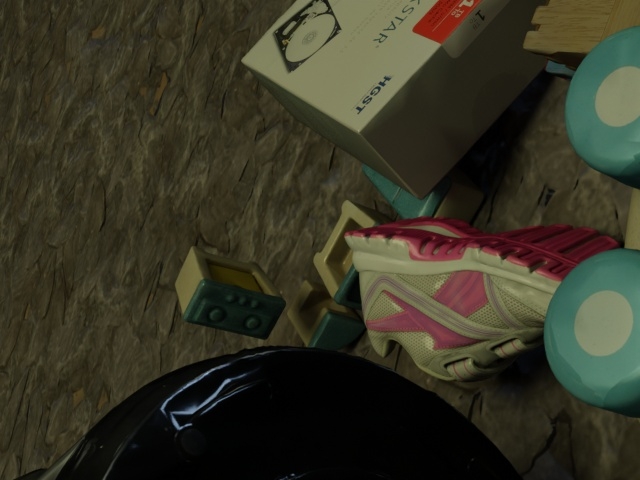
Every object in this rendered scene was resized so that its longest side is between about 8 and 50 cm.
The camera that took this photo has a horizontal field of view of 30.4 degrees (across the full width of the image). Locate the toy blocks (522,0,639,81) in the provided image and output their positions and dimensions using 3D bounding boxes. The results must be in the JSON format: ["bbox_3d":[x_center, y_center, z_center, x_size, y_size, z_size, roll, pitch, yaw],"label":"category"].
[{"bbox_3d":[0.225,-0.242,0.763,0.381,0.191,0.261,-70,20,4],"label":"toy blocks"}]

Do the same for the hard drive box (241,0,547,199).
[{"bbox_3d":[0.064,-0.158,0.972,0.181,0.089,0.232,-48,34,-3],"label":"hard drive box"}]

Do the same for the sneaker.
[{"bbox_3d":[0.124,0.048,0.840,0.252,0.103,0.111,8,106,51],"label":"sneaker"}]

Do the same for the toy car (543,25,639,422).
[{"bbox_3d":[0.264,0.006,0.533,0.238,0.219,0.210,-5,72,46],"label":"toy car"}]

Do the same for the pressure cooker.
[{"bbox_3d":[-0.081,0.295,0.761,0.420,0.375,0.370,-42,2,45],"label":"pressure cooker"}]

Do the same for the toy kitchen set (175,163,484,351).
[{"bbox_3d":[0.000,0.000,0.980,0.207,0.166,0.122,-62,32,18],"label":"toy kitchen set"}]
